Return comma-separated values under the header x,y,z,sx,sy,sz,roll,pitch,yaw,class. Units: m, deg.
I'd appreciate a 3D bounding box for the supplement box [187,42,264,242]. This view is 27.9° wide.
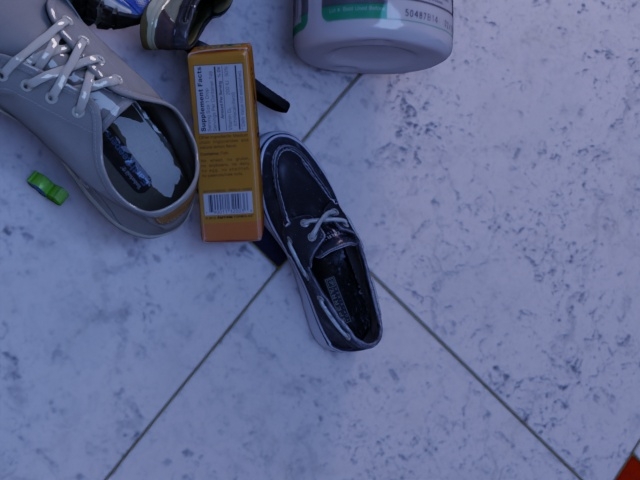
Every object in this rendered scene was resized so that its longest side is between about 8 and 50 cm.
x,y,z,sx,sy,sz,roll,pitch,yaw,class
-0.112,-0.118,1.552,0.080,0.078,0.233,-1,103,0,supplement box

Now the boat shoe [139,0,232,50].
x,y,z,sx,sy,sz,roll,pitch,yaw,class
-0.140,-0.303,1.571,0.073,0.080,0.223,21,53,14,boat shoe

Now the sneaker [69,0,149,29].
x,y,z,sx,sy,sz,roll,pitch,yaw,class
-0.312,-0.388,1.503,0.330,0.130,0.147,47,71,-13,sneaker

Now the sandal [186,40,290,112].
x,y,z,sx,sy,sz,roll,pitch,yaw,class
-0.118,-0.201,1.608,0.179,0.067,0.040,33,84,-20,sandal

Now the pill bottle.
x,y,z,sx,sy,sz,roll,pitch,yaw,class
0.069,-0.407,1.635,0.204,0.204,0.361,4,84,-24,pill bottle

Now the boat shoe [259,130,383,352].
x,y,z,sx,sy,sz,roll,pitch,yaw,class
0.000,0.000,1.618,0.108,0.102,0.301,-20,93,-25,boat shoe

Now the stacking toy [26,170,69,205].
x,y,z,sx,sy,sz,roll,pitch,yaw,class
-0.332,-0.171,1.514,0.221,0.052,0.167,44,70,-15,stacking toy

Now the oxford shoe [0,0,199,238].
x,y,z,sx,sy,sz,roll,pitch,yaw,class
-0.292,-0.184,1.440,0.449,0.130,0.169,48,67,-15,oxford shoe
